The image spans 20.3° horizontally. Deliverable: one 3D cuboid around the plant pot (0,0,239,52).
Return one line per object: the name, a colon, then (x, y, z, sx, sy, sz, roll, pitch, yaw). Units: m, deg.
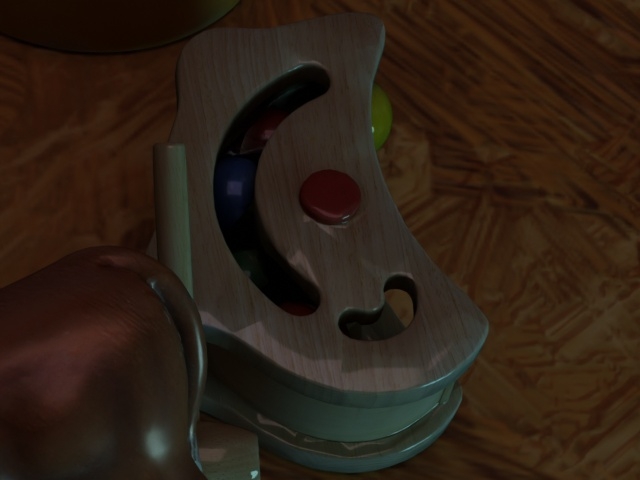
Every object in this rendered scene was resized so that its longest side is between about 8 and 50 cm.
plant pot: (-0.114, -0.233, 0.911, 0.205, 0.188, 0.205, 6, 54, -8)

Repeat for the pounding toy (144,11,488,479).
pounding toy: (0.000, 0.000, 0.793, 0.154, 0.155, 0.269, 8, 56, -4)

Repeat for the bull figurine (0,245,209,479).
bull figurine: (-0.174, 0.119, 0.656, 0.310, 0.101, 0.188, -23, 98, -4)
